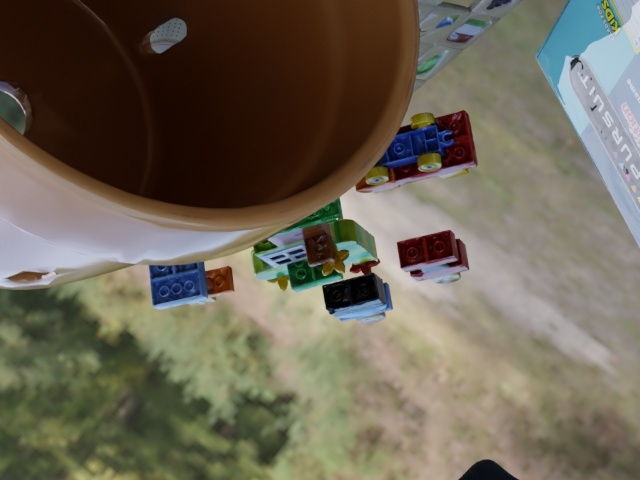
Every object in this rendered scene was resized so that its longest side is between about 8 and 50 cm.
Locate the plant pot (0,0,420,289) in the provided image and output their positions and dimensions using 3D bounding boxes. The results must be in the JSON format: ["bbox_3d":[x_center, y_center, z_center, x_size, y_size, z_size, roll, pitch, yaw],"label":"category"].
[{"bbox_3d":[-0.125,-0.104,0.875,0.291,0.291,0.203,39,142,-13],"label":"plant pot"}]

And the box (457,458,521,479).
[{"bbox_3d":[0.094,0.357,0.986,0.293,0.212,0.395,31,-144,19],"label":"box"}]

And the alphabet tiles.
[{"bbox_3d":[0.044,-0.158,1.214,0.237,0.198,0.009,2,-124,-50],"label":"alphabet tiles"}]

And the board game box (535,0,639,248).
[{"bbox_3d":[0.268,-0.107,1.084,0.254,0.079,0.336,65,160,19],"label":"board game box"}]

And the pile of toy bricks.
[{"bbox_3d":[0.000,0.000,1.029,0.105,0.212,0.118,36,-137,-65],"label":"pile of toy bricks"}]

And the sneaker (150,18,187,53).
[{"bbox_3d":[-0.106,-0.094,1.428,0.103,0.111,0.252,0,140,18],"label":"sneaker"}]
